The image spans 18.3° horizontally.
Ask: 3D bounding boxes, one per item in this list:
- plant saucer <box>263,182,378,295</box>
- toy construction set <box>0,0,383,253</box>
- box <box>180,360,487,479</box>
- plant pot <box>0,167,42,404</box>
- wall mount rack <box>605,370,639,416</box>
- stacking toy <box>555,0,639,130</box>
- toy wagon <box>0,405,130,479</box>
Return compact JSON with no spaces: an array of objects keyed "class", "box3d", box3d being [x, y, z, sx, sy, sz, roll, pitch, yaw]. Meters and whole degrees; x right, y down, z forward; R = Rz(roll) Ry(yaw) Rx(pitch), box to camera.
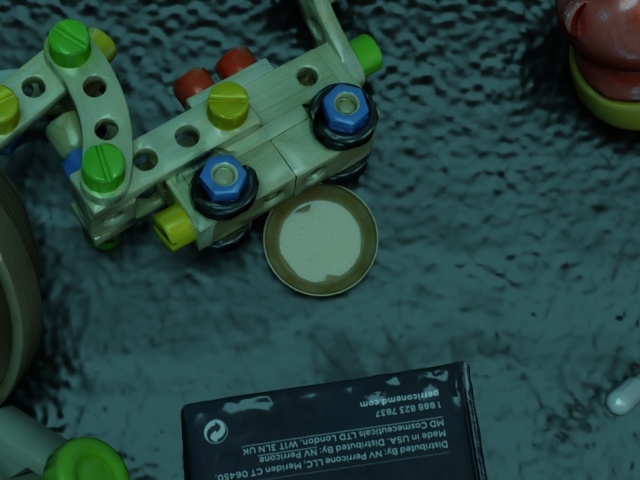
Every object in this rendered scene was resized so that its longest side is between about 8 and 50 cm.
[{"class":"plant saucer","box3d":[0.000,0.000,1.438,0.083,0.015,0.083,0,80,-2]},{"class":"toy construction set","box3d":[-0.081,-0.114,1.397,0.327,0.151,0.215,-35,73,-4]},{"class":"box","box3d":[0.022,0.266,1.226,0.182,0.296,0.294,-9,68,-3]},{"class":"plant pot","box3d":[-0.277,0.004,1.358,0.237,0.237,0.110,35,39,4]},{"class":"wall mount rack","box3d":[0.361,0.091,1.358,0.350,0.130,0.304,42,74,12]},{"class":"stacking toy","box3d":[0.321,-0.217,1.371,0.279,0.130,0.309,20,77,31]},{"class":"toy wagon","box3d":[-0.210,0.213,1.294,0.068,0.267,0.344,-10,74,-48]}]
